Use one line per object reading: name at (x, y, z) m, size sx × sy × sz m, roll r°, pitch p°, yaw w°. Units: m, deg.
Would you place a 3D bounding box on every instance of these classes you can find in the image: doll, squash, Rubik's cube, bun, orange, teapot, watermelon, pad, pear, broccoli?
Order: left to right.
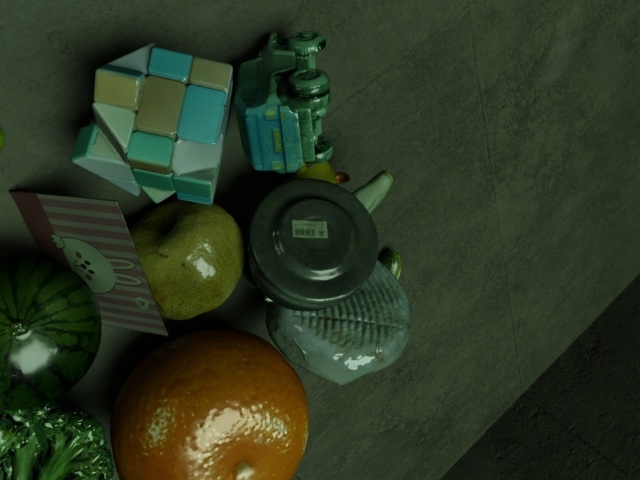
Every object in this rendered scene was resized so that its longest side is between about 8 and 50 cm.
watermelon at (-0.466, 0.142, 0.911) m, size 0.242 × 0.242 × 0.242 m, roll -22°, pitch 130°, yaw -29°
broccoli at (-0.528, 0.418, 1.041) m, size 0.308 × 0.275 × 0.308 m, roll -9°, pitch 137°, yaw -8°
pad at (-0.383, 0.047, 0.982) m, size 0.005 × 0.202 × 0.299 m, roll -66°, pitch 157°, yaw -47°
Rubik's cube at (-0.255, -0.182, 0.910) m, size 0.213 × 0.265 × 0.224 m, roll 10°, pitch 77°, yaw -7°
pear at (-0.244, 0.039, 1.064) m, size 0.229 × 0.188 × 0.211 m, roll -16°, pitch 129°, yaw 8°
orange at (-0.230, 0.380, 1.224) m, size 0.424 × 0.326 × 0.424 m, roll -11°, pitch 114°, yaw -26°
doll at (-0.034, -0.143, 1.206) m, size 0.143 × 0.135 × 0.221 m, roll -24°, pitch 147°, yaw 17°
teapot at (-0.023, -0.005, 1.143) m, size 0.239 × 0.239 × 0.321 m, roll 127°, pitch -18°, yaw -64°
bun at (0.033, 0.172, 1.317) m, size 0.354 × 0.354 × 0.194 m, roll -17°, pitch 144°, yaw -33°
squash at (0.176, 0.135, 1.607) m, size 0.069 × 0.069 × 0.238 m, roll -7°, pitch 122°, yaw -38°

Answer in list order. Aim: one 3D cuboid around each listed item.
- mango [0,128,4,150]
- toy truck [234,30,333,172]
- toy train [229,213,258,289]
mango at (-0.536, -0.083, 0.801) m, size 0.233 × 0.111 × 0.125 m, roll -46°, pitch 151°, yaw -25°
toy truck at (-0.060, -0.243, 0.998) m, size 0.156 × 0.279 × 0.155 m, roll -5°, pitch 132°, yaw 0°
toy train at (-0.166, 0.027, 1.249) m, size 0.044 × 0.042 × 0.209 m, roll -22°, pitch 136°, yaw 1°
